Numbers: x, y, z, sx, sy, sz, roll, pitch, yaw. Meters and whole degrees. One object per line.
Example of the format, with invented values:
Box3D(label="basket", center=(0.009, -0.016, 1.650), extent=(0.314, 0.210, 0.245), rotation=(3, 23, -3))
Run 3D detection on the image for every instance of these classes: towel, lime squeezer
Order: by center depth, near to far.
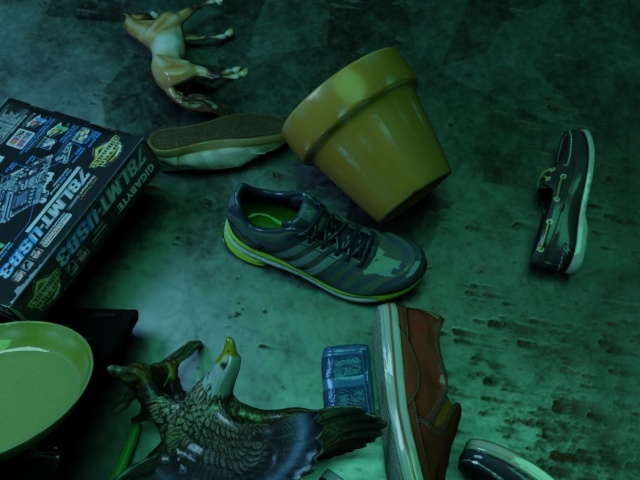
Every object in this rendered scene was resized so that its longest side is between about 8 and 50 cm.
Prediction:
Box3D(label="lime squeezer", center=(-0.317, 0.364, 0.991), extent=(0.310, 0.059, 0.110), rotation=(-41, 37, -16))
Box3D(label="towel", center=(0.036, 0.196, 1.064), extent=(0.067, 0.029, 0.120), rotation=(-4, 64, 1))

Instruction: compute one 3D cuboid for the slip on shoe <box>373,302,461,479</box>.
Box3D(label="slip on shoe", center=(0.129, 0.231, 1.000), extent=(0.101, 0.123, 0.332), rotation=(-1, 60, -5))

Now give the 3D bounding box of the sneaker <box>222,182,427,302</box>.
Box3D(label="sneaker", center=(0.000, 0.000, 1.110), extent=(0.299, 0.121, 0.111), rotation=(13, 65, 8))

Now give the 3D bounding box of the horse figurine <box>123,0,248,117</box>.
Box3D(label="horse figurine", center=(-0.217, -0.298, 1.298), extent=(0.174, 0.066, 0.263), rotation=(-12, 61, -10))

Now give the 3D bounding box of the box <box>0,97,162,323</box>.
Box3D(label="box", center=(-0.420, -0.051, 1.136), extent=(0.293, 0.073, 0.296), rotation=(18, 64, 28))

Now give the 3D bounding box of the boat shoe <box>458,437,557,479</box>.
Box3D(label="boat shoe", center=(0.271, 0.350, 0.942), extent=(0.285, 0.103, 0.092), rotation=(40, 66, 13))

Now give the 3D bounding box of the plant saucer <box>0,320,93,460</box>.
Box3D(label="plant saucer", center=(-0.374, 0.176, 0.911), extent=(0.240, 0.037, 0.241), rotation=(-4, 31, 3))

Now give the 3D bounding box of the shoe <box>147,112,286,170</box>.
Box3D(label="shoe", center=(-0.150, -0.146, 1.231), extent=(0.218, 0.058, 0.077), rotation=(-8, 44, -6))

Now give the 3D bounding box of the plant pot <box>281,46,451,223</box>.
Box3D(label="plant pot", center=(0.081, -0.135, 1.147), extent=(0.205, 0.205, 0.188), rotation=(-34, 83, -14))

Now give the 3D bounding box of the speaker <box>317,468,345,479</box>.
Box3D(label="speaker", center=(-0.013, 0.348, 0.977), extent=(0.055, 0.055, 0.136), rotation=(35, 70, 17))

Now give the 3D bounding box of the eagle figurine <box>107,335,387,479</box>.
Box3D(label="eagle figurine", center=(-0.105, 0.220, 0.945), extent=(0.298, 0.225, 0.226), rotation=(26, 55, 21))

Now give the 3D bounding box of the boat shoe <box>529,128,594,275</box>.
Box3D(label="boat shoe", center=(0.344, -0.064, 1.153), extent=(0.068, 0.081, 0.228), rotation=(11, 67, 3))

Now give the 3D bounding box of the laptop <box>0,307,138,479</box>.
Box3D(label="laptop", center=(-0.450, 0.290, 1.000), extent=(0.381, 0.237, 0.408), rotation=(1, 31, 9))
